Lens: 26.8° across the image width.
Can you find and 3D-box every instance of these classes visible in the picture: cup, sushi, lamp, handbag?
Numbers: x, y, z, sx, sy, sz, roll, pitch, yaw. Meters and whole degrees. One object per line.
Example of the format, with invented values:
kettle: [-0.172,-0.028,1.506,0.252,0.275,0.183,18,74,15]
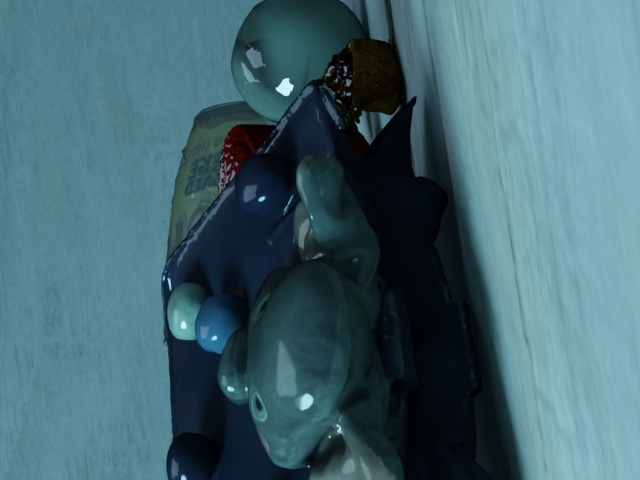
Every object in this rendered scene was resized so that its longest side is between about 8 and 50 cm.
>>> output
cup: [-0.046,-0.019,1.412,0.301,0.227,0.257,-10,84,59]
sushi: [0.025,-0.102,0.851,0.099,0.047,0.050,-148,52,-86]
lamp: [-0.016,-0.138,1.015,0.105,0.105,0.105,171,90,-88]
handbag: [-0.007,0.094,0.697,0.269,0.118,0.326,127,144,-47]

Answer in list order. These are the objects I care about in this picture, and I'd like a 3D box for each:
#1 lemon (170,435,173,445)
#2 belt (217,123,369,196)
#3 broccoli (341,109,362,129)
lemon: [-0.053,0.266,1.647,0.293,0.293,0.293,171,90,-88]
belt: [0.000,0.000,1.029,0.128,0.124,0.201,114,147,-50]
broccoli: [-0.005,-0.127,1.110,0.092,0.095,0.097,-38,-19,-47]
